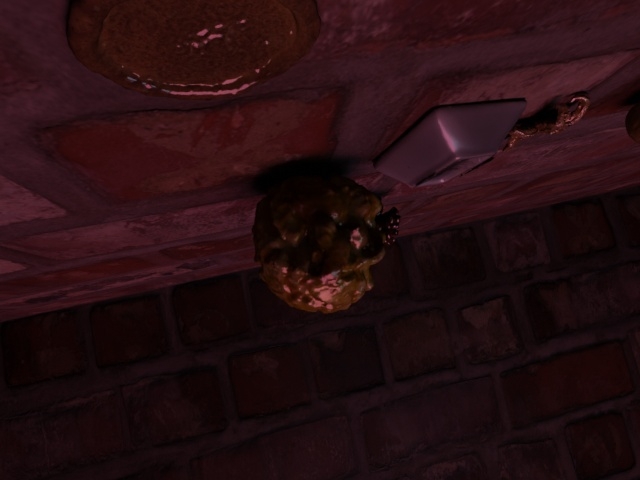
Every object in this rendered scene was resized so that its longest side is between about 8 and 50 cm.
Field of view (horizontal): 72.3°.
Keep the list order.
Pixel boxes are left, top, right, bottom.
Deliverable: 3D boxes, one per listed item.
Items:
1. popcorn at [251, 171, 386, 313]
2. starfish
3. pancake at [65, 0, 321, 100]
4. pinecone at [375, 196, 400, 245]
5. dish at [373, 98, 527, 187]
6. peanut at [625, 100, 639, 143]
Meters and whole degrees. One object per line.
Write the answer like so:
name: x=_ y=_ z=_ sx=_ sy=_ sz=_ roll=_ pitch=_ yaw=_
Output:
popcorn: x=-0.002 y=0.007 z=0.843 sx=0.282 sy=0.282 sz=0.247 roll=-9 pitch=-178 yaw=-30
starfish: x=0.414 y=-0.205 z=0.821 sx=0.150 sy=0.053 sz=0.210 roll=-6 pitch=173 yaw=-18
pancake: x=-0.097 y=-0.162 z=0.360 sx=0.199 sy=0.021 sz=0.199 roll=-12 pitch=174 yaw=-1
pinecone: x=0.121 y=-0.040 z=1.182 sx=0.195 sy=0.149 sz=0.179 roll=-13 pitch=173 yaw=-3
dish: x=0.224 y=-0.153 z=0.776 sx=0.182 sy=0.080 sz=0.243 roll=-10 pitch=172 yaw=-18
peanut: x=0.647 y=-0.233 z=0.802 sx=0.141 sy=0.109 sz=0.159 roll=3 pitch=179 yaw=-27
